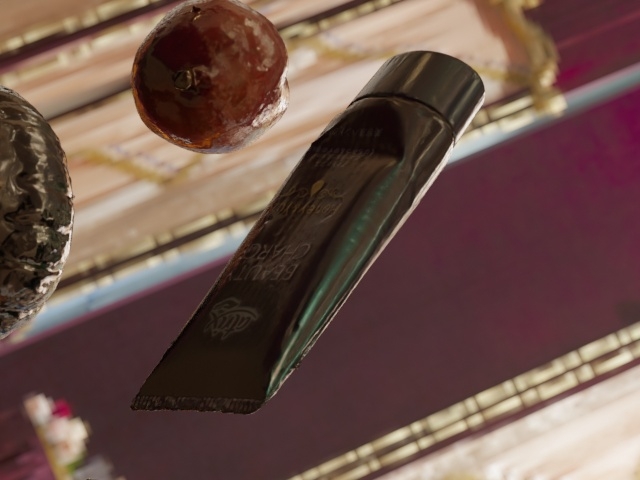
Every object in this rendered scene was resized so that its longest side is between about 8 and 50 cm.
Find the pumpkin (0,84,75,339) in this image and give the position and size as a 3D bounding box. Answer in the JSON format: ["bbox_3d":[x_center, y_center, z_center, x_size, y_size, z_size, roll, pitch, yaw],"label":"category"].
[{"bbox_3d":[-0.259,-0.017,1.378,0.140,0.202,0.202,15,36,-49],"label":"pumpkin"}]

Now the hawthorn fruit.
[{"bbox_3d":[-0.114,-0.160,1.930,0.188,0.169,0.169,-56,128,-69],"label":"hawthorn fruit"}]

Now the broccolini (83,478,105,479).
[{"bbox_3d":[-0.111,0.247,1.585,0.074,0.201,0.058,-48,-146,39],"label":"broccolini"}]

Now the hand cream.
[{"bbox_3d":[0.000,0.000,1.109,0.120,0.270,0.061,-3,-46,49],"label":"hand cream"}]
